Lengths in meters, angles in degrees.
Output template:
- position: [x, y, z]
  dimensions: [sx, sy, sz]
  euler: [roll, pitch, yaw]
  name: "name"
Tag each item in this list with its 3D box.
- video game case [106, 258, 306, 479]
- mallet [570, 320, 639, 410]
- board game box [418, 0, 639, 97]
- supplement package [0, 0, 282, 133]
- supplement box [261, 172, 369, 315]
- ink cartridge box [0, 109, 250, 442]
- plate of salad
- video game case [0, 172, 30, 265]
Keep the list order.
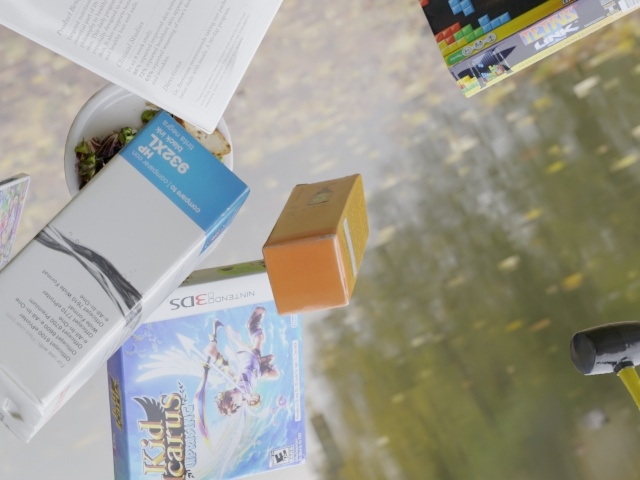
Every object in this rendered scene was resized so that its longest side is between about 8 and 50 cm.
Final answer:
- position: [-0.140, 0.171, 2.161]
  dimensions: [0.244, 0.270, 0.061]
  euler: [-9, -163, -25]
  name: "video game case"
- position: [0.253, 0.142, 1.358]
  dimensions: [0.062, 0.190, 0.039]
  euler: [-2, 140, -21]
  name: "mallet"
- position: [0.161, -0.211, 1.374]
  dimensions: [0.170, 0.141, 0.048]
  euler: [-28, 144, 10]
  name: "board game box"
- position: [-0.160, -0.237, 1.306]
  dimensions: [0.199, 0.262, 0.198]
  euler: [-62, -166, 5]
  name: "supplement package"
- position: [0.000, 0.000, 1.769]
  dimensions: [0.078, 0.080, 0.233]
  euler: [-10, -162, 11]
  name: "supplement box"
- position: [-0.234, 0.041, 1.786]
  dimensions: [0.307, 0.129, 0.223]
  euler: [-47, 180, -21]
  name: "ink cartridge box"
- position: [-0.192, -0.090, 1.984]
  dimensions: [0.199, 0.200, 0.048]
  euler: [-20, -166, -17]
  name: "plate of salad"
- position: [-0.296, -0.013, 1.583]
  dimensions: [0.122, 0.011, 0.087]
  euler: [-46, 153, -78]
  name: "video game case"
